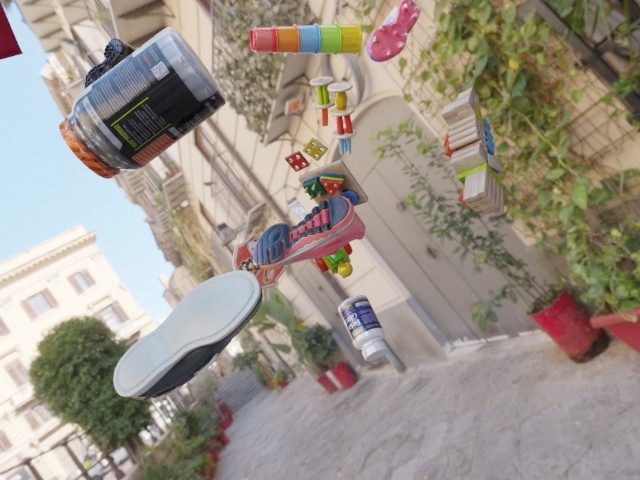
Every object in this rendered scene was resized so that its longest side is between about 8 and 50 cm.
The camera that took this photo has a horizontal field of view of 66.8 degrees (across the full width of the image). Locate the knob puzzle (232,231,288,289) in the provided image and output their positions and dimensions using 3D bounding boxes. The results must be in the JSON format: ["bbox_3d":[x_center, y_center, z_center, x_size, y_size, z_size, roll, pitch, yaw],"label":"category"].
[{"bbox_3d":[-0.209,0.080,1.619,0.213,0.213,0.030,-33,-2,-44],"label":"knob puzzle"}]

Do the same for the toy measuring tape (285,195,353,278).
[{"bbox_3d":[0.000,0.000,1.390,0.121,0.330,0.122,-21,-44,-21],"label":"toy measuring tape"}]

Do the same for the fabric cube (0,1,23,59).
[{"bbox_3d":[-1.026,-0.590,1.283,0.258,0.259,0.254,1,31,17],"label":"fabric cube"}]

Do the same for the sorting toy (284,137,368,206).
[{"bbox_3d":[0.023,-0.123,1.193,0.132,0.275,0.046,-16,38,33],"label":"sorting toy"}]

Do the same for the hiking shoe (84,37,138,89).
[{"bbox_3d":[-0.650,-0.522,1.531,0.227,0.086,0.114,-42,-16,23],"label":"hiking shoe"}]

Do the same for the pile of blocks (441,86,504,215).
[{"bbox_3d":[0.409,-0.231,1.331,0.112,0.363,0.148,-19,-22,41],"label":"pile of blocks"}]

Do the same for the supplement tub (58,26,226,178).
[{"bbox_3d":[-0.404,-0.303,1.111,0.337,0.207,0.207,-35,-5,3],"label":"supplement tub"}]

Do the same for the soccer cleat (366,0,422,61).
[{"bbox_3d":[0.175,-0.515,1.218,0.248,0.083,0.095,-59,15,-27],"label":"soccer cleat"}]

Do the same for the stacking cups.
[{"bbox_3d":[-0.042,-0.568,1.391,0.315,0.096,0.096,-10,-14,-15],"label":"stacking cups"}]

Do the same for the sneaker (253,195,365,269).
[{"bbox_3d":[-0.028,0.013,1.199,0.313,0.116,0.136,-24,-42,27],"label":"sneaker"}]

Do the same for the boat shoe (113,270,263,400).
[{"bbox_3d":[-0.213,0.165,0.835,0.302,0.114,0.091,-34,-33,7],"label":"boat shoe"}]

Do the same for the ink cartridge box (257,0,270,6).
[{"bbox_3d":[-0.247,-0.878,1.648,0.180,0.104,0.060,7,-44,-35],"label":"ink cartridge box"}]

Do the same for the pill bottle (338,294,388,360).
[{"bbox_3d":[0.122,0.246,1.359,0.094,0.170,0.094,-18,-32,-12],"label":"pill bottle"}]

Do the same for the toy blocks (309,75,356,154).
[{"bbox_3d":[0.029,-0.268,1.050,0.054,0.123,0.148,-24,-53,-23],"label":"toy blocks"}]
